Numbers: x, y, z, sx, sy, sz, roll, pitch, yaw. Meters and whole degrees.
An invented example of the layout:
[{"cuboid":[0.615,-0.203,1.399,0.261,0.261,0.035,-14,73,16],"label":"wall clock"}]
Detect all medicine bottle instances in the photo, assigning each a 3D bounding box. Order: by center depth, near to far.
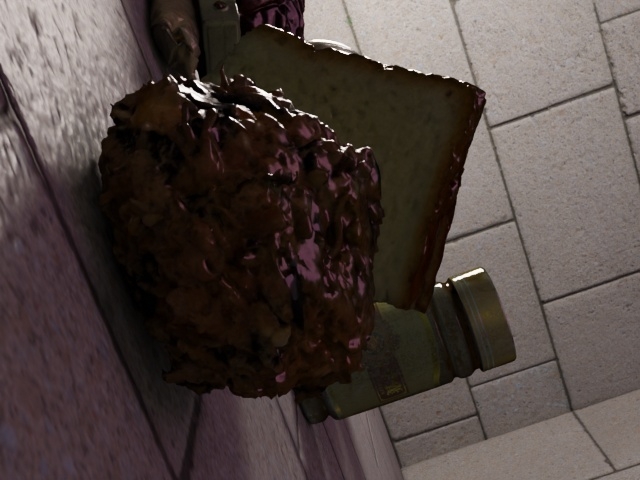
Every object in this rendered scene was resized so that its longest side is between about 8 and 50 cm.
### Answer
[{"cuboid":[0.116,0.161,1.418,0.151,0.323,0.151,-19,90,-88],"label":"medicine bottle"}]

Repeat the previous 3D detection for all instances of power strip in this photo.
[{"cuboid":[-0.133,-0.217,1.290,0.272,0.052,0.078,93,-13,-47],"label":"power strip"}]

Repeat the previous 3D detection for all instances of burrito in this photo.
[{"cuboid":[-0.193,-0.302,1.243,0.275,0.059,0.082,-105,-174,-51],"label":"burrito"}]

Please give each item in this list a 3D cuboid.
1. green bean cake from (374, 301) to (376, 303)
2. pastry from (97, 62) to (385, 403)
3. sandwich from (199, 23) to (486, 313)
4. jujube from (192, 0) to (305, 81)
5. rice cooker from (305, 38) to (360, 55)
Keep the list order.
[{"cuboid":[0.082,0.087,2.197,0.310,0.202,0.285,25,-21,29],"label":"green bean cake"},{"cuboid":[-0.043,-0.010,0.690,0.275,0.193,0.274,-17,90,-87],"label":"pastry"},{"cuboid":[-0.007,-0.079,1.035,0.131,0.326,0.262,56,51,-81],"label":"sandwich"},{"cuboid":[-0.118,-0.297,1.459,0.216,0.217,0.341,-89,168,-83],"label":"jujube"},{"cuboid":[0.001,-0.239,2.055,0.335,0.335,0.325,68,4,-53],"label":"rice cooker"}]
